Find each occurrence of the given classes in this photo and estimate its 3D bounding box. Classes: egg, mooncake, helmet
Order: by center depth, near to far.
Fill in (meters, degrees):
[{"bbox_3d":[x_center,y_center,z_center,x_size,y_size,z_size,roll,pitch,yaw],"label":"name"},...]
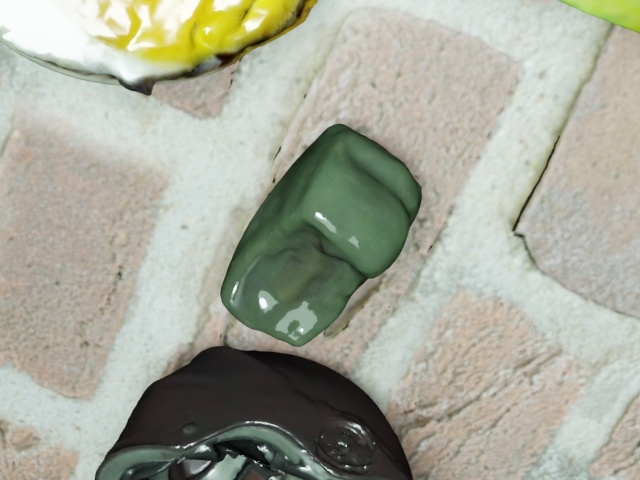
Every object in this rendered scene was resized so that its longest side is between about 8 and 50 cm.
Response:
[{"bbox_3d":[-0.126,-0.243,0.710,0.286,0.174,0.264,-30,108,-6],"label":"egg"},{"bbox_3d":[0.000,0.000,0.806,0.104,0.175,0.168,39,75,-7],"label":"mooncake"},{"bbox_3d":[-0.034,0.202,0.912,0.305,0.177,0.225,18,125,-8],"label":"helmet"}]

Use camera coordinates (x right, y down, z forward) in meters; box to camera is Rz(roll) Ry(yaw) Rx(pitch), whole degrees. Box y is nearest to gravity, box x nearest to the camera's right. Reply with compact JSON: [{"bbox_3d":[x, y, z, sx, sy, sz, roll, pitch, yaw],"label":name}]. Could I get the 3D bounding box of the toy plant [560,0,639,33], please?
[{"bbox_3d":[0.233,-0.286,0.623,0.224,0.184,0.315,15,111,-12],"label":"toy plant"}]
